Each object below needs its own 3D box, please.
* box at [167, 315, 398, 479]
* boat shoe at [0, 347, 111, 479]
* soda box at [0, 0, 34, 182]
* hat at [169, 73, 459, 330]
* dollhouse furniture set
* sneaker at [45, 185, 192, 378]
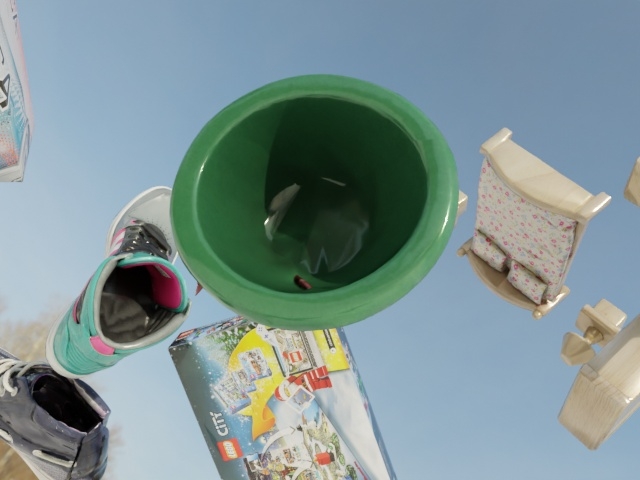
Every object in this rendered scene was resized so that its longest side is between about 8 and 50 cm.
[{"bbox_3d":[-0.030,0.179,0.631,0.159,0.044,0.233,-18,-80,9],"label":"box"},{"bbox_3d":[-0.438,0.210,0.934,0.341,0.127,0.158,32,-52,9],"label":"boat shoe"},{"bbox_3d":[-0.183,-0.117,0.313,0.058,0.063,0.183,-1,-46,-14],"label":"soda box"},{"bbox_3d":[0.000,0.000,0.472,0.208,0.173,0.183,35,-14,26],"label":"hat"},{"bbox_3d":[0.203,0.007,0.664,0.355,0.174,0.303,43,-21,31],"label":"dollhouse furniture set"},{"bbox_3d":[-0.224,0.033,0.822,0.124,0.295,0.178,40,-35,-28],"label":"sneaker"}]
